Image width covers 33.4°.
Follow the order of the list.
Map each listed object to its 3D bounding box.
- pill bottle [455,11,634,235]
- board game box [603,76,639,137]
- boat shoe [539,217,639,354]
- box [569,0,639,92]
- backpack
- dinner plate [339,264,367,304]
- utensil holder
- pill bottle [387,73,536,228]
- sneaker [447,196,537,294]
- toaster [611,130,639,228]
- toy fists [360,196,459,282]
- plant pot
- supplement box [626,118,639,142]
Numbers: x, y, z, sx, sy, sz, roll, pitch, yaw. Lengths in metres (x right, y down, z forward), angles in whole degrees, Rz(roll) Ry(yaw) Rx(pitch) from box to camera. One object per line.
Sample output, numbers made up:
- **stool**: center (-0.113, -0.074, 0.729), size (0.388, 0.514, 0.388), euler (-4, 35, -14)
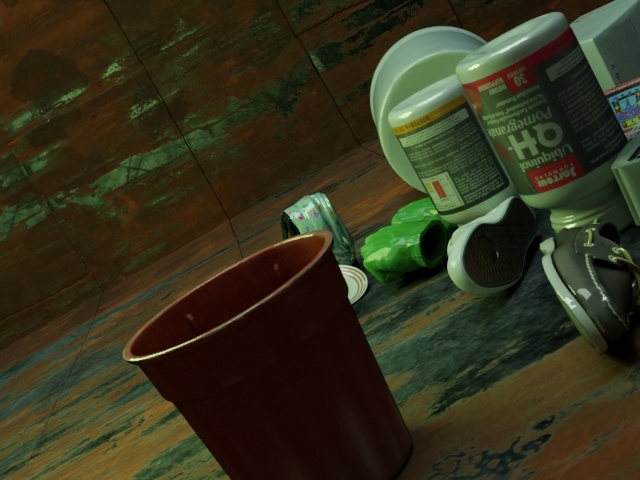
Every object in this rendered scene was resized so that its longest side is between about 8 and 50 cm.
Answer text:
- **pill bottle**: center (0.344, -0.156, 1.562), size (0.176, 0.318, 0.176), euler (-29, 11, 6)
- **board game box**: center (0.516, -0.189, 1.751), size (0.281, 0.145, 0.027), euler (-22, -16, 35)
- **boat shoe**: center (0.329, 0.042, 1.266), size (0.097, 0.116, 0.324), euler (-30, 5, 13)
- **box**: center (0.614, -0.395, 2.329), size (0.215, 0.168, 0.345), euler (-17, 17, 48)
- **backpack**: center (0.000, 0.000, 2.081), size (0.115, 0.182, 0.152), euler (-32, 11, -13)
- **dinner plate**: center (0.018, 0.093, 1.953), size (0.141, 0.017, 0.141), euler (-9, 34, 6)
- **utensil holder**: center (0.272, -0.280, 2.303), size (0.328, 0.327, 0.385), euler (-27, 14, 10)
- **pill bottle**: center (0.242, -0.128, 1.792), size (0.162, 0.278, 0.162), euler (-28, 11, 6)
- **sneaker**: center (0.239, 0.029, 1.615), size (0.123, 0.106, 0.290), euler (-34, 0, 31)
- **toaster**: center (0.505, -0.103, 1.465), size (0.186, 0.110, 0.168), euler (-19, 15, 44)
- **toy fists**: center (0.177, -0.008, 1.913), size (0.142, 0.096, 0.279), euler (-8, 20, 36)
- **plant pot**: center (-0.042, 0.170, 1.229), size (0.272, 0.265, 0.272), euler (-28, 12, 6)
- **supplement box**: center (0.582, -0.162, 1.581), size (0.239, 0.073, 0.130), euler (-13, 20, 39)
